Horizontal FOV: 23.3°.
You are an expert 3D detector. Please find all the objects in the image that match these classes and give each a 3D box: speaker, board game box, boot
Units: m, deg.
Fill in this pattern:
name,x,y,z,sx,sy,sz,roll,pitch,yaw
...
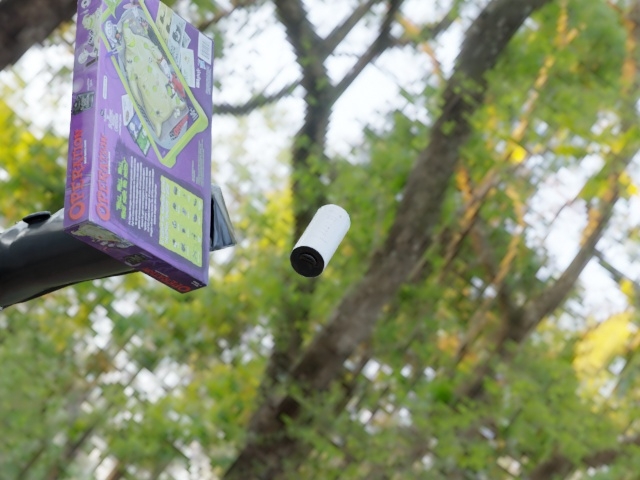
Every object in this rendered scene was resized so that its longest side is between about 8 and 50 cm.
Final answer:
name,x,y,z,sx,sy,sz,roll,pitch,yaw
speaker,0.000,0.000,2.290,0.055,0.136,0.055,8,-60,14
board game box,-0.207,-0.132,1.816,0.056,0.347,0.208,-16,-31,27
boot,-0.369,0.028,2.096,0.445,0.367,0.146,-9,-80,14
